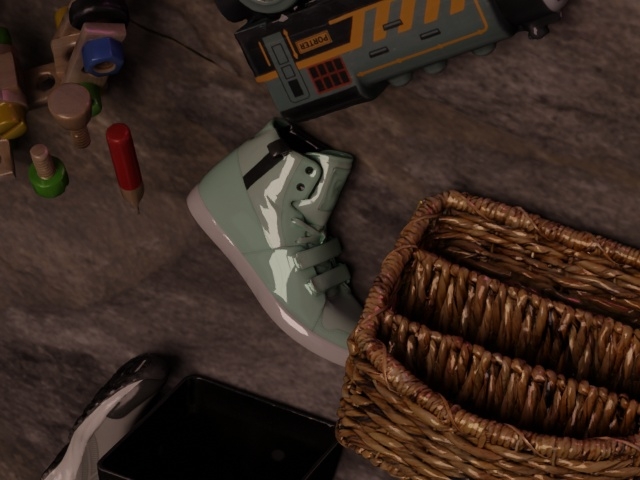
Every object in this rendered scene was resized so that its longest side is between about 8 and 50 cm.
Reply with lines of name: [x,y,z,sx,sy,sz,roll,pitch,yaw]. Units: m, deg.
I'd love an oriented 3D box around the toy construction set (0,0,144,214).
toy construction set: [-0.279,-0.133,1.812,0.309,0.257,0.237,49,164,24]

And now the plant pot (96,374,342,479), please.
plant pot: [-0.103,0.274,1.842,0.188,0.187,0.167,18,123,20]

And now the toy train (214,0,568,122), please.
toy train: [0.063,-0.234,1.649,0.334,0.142,0.190,-17,108,27]

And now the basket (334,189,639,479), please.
basket: [0.179,0.113,1.628,0.299,0.213,0.223,21,113,16]

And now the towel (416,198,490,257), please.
towel: [0.121,0.003,1.748,0.083,0.009,0.060,31,114,16]

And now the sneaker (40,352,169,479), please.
sneaker: [-0.219,0.227,1.934,0.108,0.100,0.271,34,121,2]

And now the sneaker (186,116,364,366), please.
sneaker: [-0.001,0.000,1.759,0.256,0.094,0.151,47,116,6]
